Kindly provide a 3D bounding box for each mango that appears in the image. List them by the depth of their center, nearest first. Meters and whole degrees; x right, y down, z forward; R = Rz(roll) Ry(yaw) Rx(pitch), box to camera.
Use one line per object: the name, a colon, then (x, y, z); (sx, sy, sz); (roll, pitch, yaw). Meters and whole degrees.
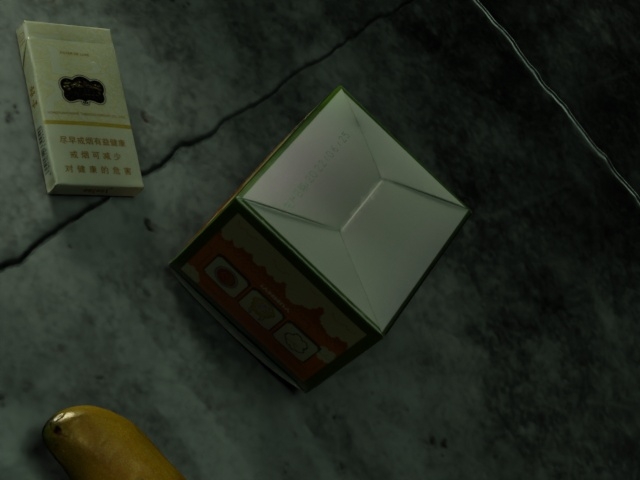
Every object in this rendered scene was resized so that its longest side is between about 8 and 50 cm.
mango: (-0.147, 0.211, 1.125); (0.098, 0.075, 0.190); (-23, 74, -48)

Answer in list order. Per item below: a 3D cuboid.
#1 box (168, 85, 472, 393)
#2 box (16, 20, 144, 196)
box: (0.000, 0.000, 1.299); (0.177, 0.148, 0.195); (43, 48, -5)
box: (-0.218, -0.120, 1.285); (0.090, 0.024, 0.166); (1, 66, -37)
